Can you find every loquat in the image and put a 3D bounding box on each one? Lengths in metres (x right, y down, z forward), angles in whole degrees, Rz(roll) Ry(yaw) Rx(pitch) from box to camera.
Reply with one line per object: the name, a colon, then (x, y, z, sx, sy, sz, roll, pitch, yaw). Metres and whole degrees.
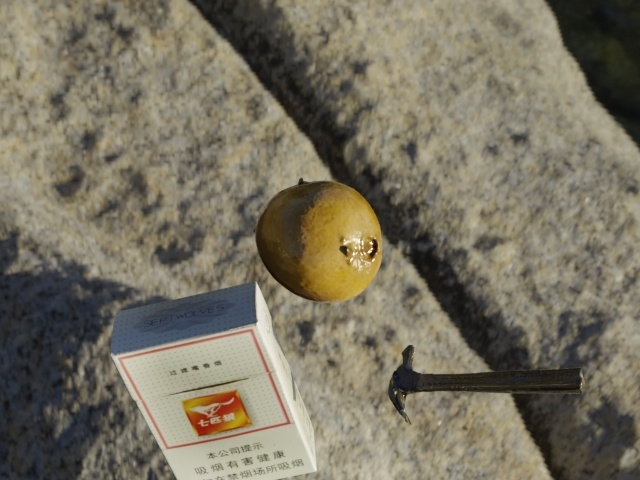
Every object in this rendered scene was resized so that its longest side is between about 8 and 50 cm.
loquat: (0.000, 0.000, 1.182, 0.141, 0.141, 0.141, 4, 55, -5)

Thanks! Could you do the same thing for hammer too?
hammer: (0.220, 0.191, 1.470, 0.297, 0.027, 0.125, -7, 54, 36)

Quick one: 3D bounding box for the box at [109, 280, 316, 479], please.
box: (-0.146, 0.222, 1.558, 0.210, 0.330, 0.095, -13, 39, 6)
